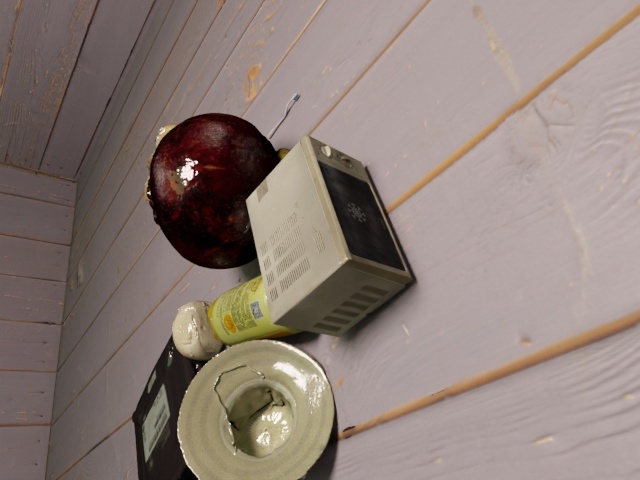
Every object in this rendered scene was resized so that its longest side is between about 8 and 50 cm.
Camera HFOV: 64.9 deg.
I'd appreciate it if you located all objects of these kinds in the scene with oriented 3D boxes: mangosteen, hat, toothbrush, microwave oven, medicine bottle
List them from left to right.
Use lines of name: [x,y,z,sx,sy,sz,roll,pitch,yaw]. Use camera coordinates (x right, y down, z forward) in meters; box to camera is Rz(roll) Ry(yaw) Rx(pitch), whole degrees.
mangosteen: [-0.178,-0.097,0.964,0.297,0.293,0.297,54,162,26]
medicine bottle: [-0.108,0.126,0.910,0.239,0.124,0.124,-28,57,49]
hat: [-0.094,0.298,0.825,0.110,0.252,0.252,78,176,-54]
toothbrush: [-0.083,-0.270,1.095,0.131,0.013,0.011,-47,34,37]
microwave oven: [0.000,0.000,0.764,0.194,0.145,0.240,-45,45,32]

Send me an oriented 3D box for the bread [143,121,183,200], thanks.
bread: [-0.383,-0.219,1.360,0.240,0.178,0.135,-61,39,25]

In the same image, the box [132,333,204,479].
box: [-0.341,0.427,1.158,0.359,0.091,0.350,-60,38,23]

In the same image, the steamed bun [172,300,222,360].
steamed bun: [-0.270,0.202,1.112,0.091,0.112,0.129,-25,68,26]
